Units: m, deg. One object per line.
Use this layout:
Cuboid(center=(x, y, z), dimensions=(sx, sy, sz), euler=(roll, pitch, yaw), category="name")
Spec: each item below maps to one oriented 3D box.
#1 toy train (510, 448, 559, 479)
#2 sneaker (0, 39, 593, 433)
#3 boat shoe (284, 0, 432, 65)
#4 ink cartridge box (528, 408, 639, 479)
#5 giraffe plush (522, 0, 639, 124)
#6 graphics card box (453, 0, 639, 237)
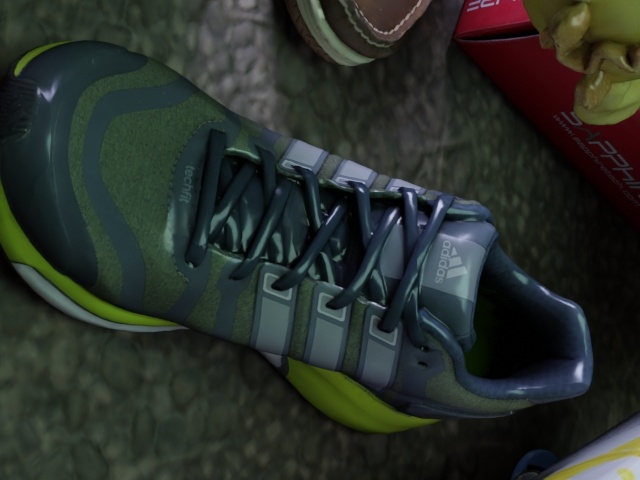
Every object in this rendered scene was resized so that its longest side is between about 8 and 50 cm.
Cuboid(center=(0.151, 0.175, 0.805), dimensions=(0.184, 0.080, 0.105), euler=(28, 74, -42), category="toy train")
Cuboid(center=(0.000, 0.000, 0.619), dimensions=(0.300, 0.121, 0.111), euler=(25, 68, -43), category="sneaker")
Cuboid(center=(0.059, -0.199, 0.720), dimensions=(0.095, 0.095, 0.257), euler=(37, 60, -39), category="boat shoe")
Cuboid(center=(0.142, 0.225, 0.603), dimensions=(0.384, 0.160, 0.279), euler=(-26, 81, -32), category="ink cartridge box")
Cuboid(center=(0.155, -0.139, 0.673), dimensions=(0.170, 0.210, 0.181), euler=(-39, 117, 2), category="giraffe plush")
Cuboid(center=(0.218, -0.201, 0.897), dimensions=(0.233, 0.094, 0.371), euler=(39, 61, -38), category="graphics card box")
